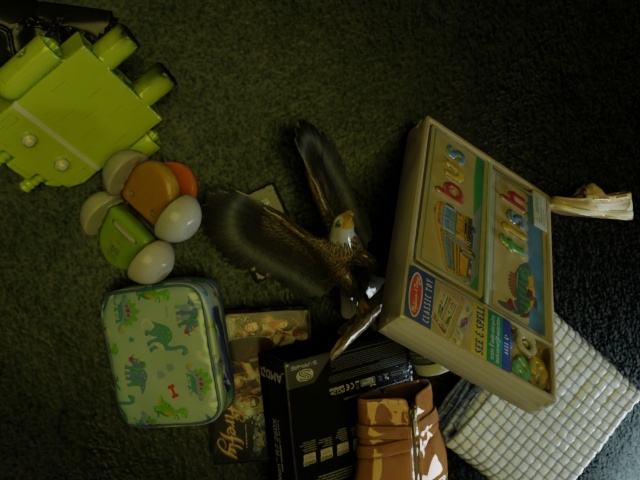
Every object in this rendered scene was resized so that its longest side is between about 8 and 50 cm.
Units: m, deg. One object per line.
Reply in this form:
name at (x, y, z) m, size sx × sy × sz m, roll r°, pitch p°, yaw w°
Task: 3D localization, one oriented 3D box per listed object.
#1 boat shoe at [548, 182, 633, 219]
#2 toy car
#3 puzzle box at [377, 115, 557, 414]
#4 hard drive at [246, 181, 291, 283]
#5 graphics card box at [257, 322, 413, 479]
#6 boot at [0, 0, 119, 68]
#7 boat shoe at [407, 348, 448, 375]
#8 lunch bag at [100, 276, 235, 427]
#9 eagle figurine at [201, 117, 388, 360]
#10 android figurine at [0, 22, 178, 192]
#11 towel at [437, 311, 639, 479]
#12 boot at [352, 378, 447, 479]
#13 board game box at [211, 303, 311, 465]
boat shoe at (0.464, -0.069, 1.294) m, size 0.170 × 0.063 × 0.059 m, roll 4°, pitch 92°, yaw -23°
toy car at (-0.245, -0.038, 1.096) m, size 0.159 × 0.136 × 0.182 m, roll 41°, pitch 112°, yaw 14°
puzzle box at (0.229, 0.020, 1.113) m, size 0.272 × 0.052 × 0.408 m, roll 29°, pitch 46°, yaw -18°
hard drive at (-0.088, -0.012, 1.190) m, size 0.094 × 0.022 × 0.135 m, roll -26°, pitch 100°, yaw -10°
graphics card box at (0.038, 0.331, 1.163) m, size 0.233 × 0.094 × 0.370 m, roll -11°, pitch 100°, yaw -30°
boot at (-0.405, -0.229, 1.058) m, size 0.207 × 0.094 × 0.246 m, roll 14°, pitch 86°, yaw -10°
boat shoe at (0.251, 0.093, 1.193) m, size 0.320 × 0.116 × 0.099 m, roll -32°, pitch 101°, yaw -32°
lunch bag at (-0.220, 0.166, 1.119) m, size 0.176 × 0.090 × 0.218 m, roll -8°, pitch 96°, yaw 13°
eagle figurine at (0.004, -0.007, 1.131) m, size 0.298 × 0.226 × 0.225 m, roll 43°, pitch 121°, yaw 15°
android figurine at (-0.338, -0.172, 1.042) m, size 0.273 × 0.056 × 0.248 m, roll -37°, pitch 141°, yaw 5°
towel at (0.357, 0.279, 1.276) m, size 0.235 × 0.121 × 0.283 m, roll 39°, pitch 88°, yaw -12°
boot at (0.076, 0.332, 1.065) m, size 0.284 × 0.109 × 0.220 m, roll -13°, pitch 102°, yaw -33°
board game box at (-0.094, 0.228, 1.192) m, size 0.165 × 0.042 × 0.243 m, roll -3°, pitch 96°, yaw -5°
